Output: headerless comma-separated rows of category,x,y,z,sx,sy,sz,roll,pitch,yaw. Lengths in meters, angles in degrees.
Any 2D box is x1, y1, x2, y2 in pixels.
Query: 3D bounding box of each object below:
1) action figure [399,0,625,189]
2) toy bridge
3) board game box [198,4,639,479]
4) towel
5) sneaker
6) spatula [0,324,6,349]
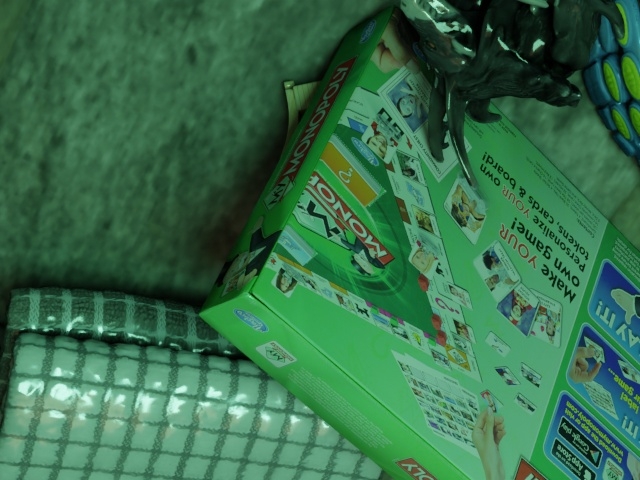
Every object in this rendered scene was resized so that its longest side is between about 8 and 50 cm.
action figure,0.108,-0.170,0.726,0.141,0.164,0.276,32,97,-18
toy bridge,0.000,0.000,0.817,0.063,0.026,0.188,-12,78,1
board game box,0.100,0.051,0.810,0.317,0.214,0.046,42,142,-21
towel,-0.099,0.166,0.894,0.235,0.121,0.284,8,120,-18
sneaker,0.214,-0.071,0.843,0.078,0.067,0.188,-42,112,-8
spatula,-0.299,0.139,0.913,0.296,0.030,0.084,-37,108,10
